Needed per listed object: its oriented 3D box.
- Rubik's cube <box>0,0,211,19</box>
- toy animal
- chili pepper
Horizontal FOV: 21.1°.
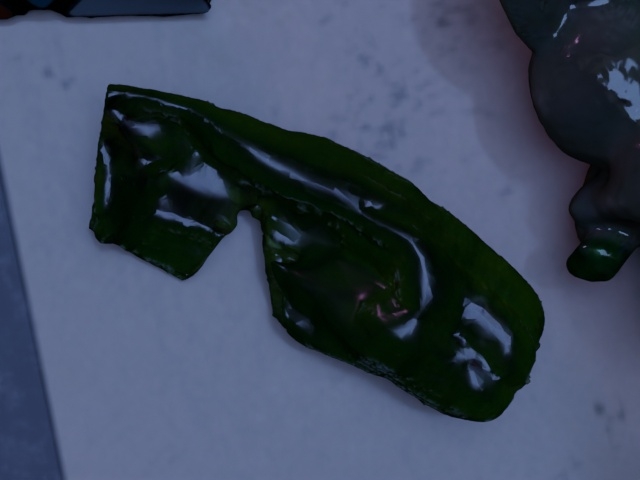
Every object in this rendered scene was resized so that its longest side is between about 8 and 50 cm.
[{"bbox_3d":[-0.221,-0.236,0.848,0.250,0.284,0.234,-17,66,23],"label":"Rubik's cube"},{"bbox_3d":[0.165,-0.063,0.859,0.127,0.125,0.251,-32,91,-29],"label":"toy animal"},{"bbox_3d":[-0.001,0.001,0.852,0.253,0.083,0.099,27,92,-2],"label":"chili pepper"}]
